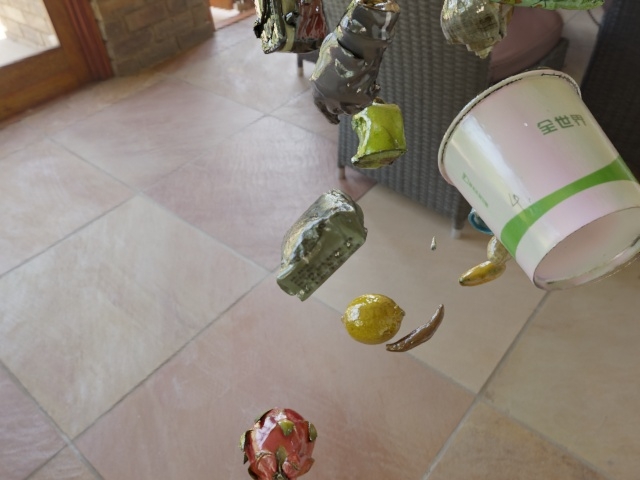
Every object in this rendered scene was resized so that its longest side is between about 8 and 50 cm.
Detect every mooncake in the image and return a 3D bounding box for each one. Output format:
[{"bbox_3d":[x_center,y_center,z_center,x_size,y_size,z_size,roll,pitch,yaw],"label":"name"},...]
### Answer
[{"bbox_3d":[-0.003,-0.004,1.264,0.254,0.136,0.250,-44,14,17],"label":"mooncake"}]

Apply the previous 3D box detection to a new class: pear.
[{"bbox_3d":[0.203,-0.406,1.891,0.164,0.238,0.255,0,85,-14],"label":"pear"}]

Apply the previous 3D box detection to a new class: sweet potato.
[{"bbox_3d":[0.344,0.323,1.814,0.255,0.058,0.078,-38,43,4],"label":"sweet potato"}]

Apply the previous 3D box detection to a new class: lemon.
[{"bbox_3d":[0.190,0.287,1.909,0.256,0.188,0.188,-10,37,31],"label":"lemon"}]

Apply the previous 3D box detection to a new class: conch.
[{"bbox_3d":[0.297,-0.442,0.995,0.130,0.207,0.155,-36,35,-17],"label":"conch"}]

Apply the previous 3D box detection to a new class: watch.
[{"bbox_3d":[0.781,-0.106,2.364,0.211,0.211,0.193,-39,10,-31],"label":"watch"}]

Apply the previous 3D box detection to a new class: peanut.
[{"bbox_3d":[0.544,-0.003,1.540,0.080,0.080,0.174,25,72,29],"label":"peanut"}]

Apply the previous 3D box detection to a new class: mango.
[{"bbox_3d":[0.591,0.123,1.914,0.190,0.098,0.075,-24,70,-4],"label":"mango"}]

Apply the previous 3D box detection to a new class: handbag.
[{"bbox_3d":[-0.094,-0.661,1.489,0.181,0.254,0.181,-14,8,-29],"label":"handbag"}]

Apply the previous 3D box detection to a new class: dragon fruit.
[{"bbox_3d":[-0.118,0.588,1.481,0.224,0.224,0.227,6,1,12],"label":"dragon fruit"}]

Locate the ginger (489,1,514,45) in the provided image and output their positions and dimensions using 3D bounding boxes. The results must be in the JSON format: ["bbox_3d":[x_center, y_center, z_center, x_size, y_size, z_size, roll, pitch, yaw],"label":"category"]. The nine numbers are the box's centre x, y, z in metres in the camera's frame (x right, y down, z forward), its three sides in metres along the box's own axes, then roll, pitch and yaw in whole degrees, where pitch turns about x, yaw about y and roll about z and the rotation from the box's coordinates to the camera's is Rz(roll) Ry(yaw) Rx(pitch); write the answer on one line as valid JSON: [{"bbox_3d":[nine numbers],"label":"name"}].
[{"bbox_3d":[0.336,-0.569,1.180,0.375,0.236,0.166,13,12,-45],"label":"ginger"}]

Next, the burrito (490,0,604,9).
[{"bbox_3d":[0.455,-0.527,1.064,0.288,0.104,0.054,1,6,-13],"label":"burrito"}]

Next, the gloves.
[{"bbox_3d":[0.046,-0.286,0.862,0.119,0.285,0.142,-37,74,-18],"label":"gloves"}]

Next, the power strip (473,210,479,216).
[{"bbox_3d":[0.565,-0.175,1.392,0.385,0.062,0.091,-35,47,-4],"label":"power strip"}]

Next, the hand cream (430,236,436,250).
[{"bbox_3d":[0.442,0.015,2.037,0.022,0.035,0.102,-10,17,18],"label":"hand cream"}]

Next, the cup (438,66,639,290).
[{"bbox_3d":[0.350,-0.085,0.803,0.253,0.253,0.274,-14,52,-9],"label":"cup"}]
